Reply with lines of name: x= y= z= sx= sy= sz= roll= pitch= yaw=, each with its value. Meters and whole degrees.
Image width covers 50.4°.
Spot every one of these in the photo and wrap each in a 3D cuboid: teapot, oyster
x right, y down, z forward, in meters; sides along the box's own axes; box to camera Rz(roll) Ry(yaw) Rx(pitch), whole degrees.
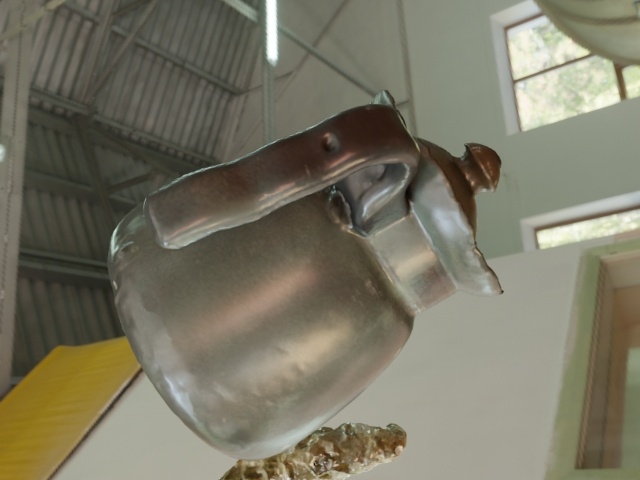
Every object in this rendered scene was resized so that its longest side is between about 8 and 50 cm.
teapot: x=-0.005 y=-0.012 z=0.498 sx=0.305 sy=0.285 sz=0.223 roll=53 pitch=-171 yaw=-44
oyster: x=-0.014 y=0.231 z=0.686 sx=0.200 sy=0.061 sz=0.106 roll=-42 pitch=-78 yaw=-6
